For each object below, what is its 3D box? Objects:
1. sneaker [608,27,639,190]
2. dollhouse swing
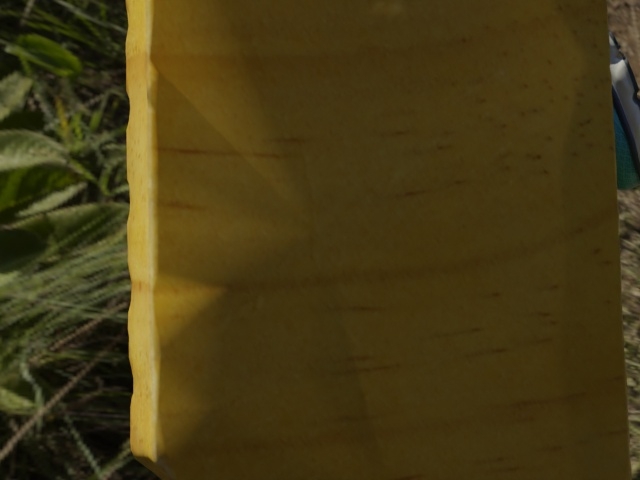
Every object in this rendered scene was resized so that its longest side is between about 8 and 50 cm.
[{"bbox_3d":[0.147,-0.143,0.872,0.110,0.107,0.275,-39,95,9],"label":"sneaker"},{"bbox_3d":[0.000,0.000,0.660,0.305,0.315,0.346,-11,79,61],"label":"dollhouse swing"}]
